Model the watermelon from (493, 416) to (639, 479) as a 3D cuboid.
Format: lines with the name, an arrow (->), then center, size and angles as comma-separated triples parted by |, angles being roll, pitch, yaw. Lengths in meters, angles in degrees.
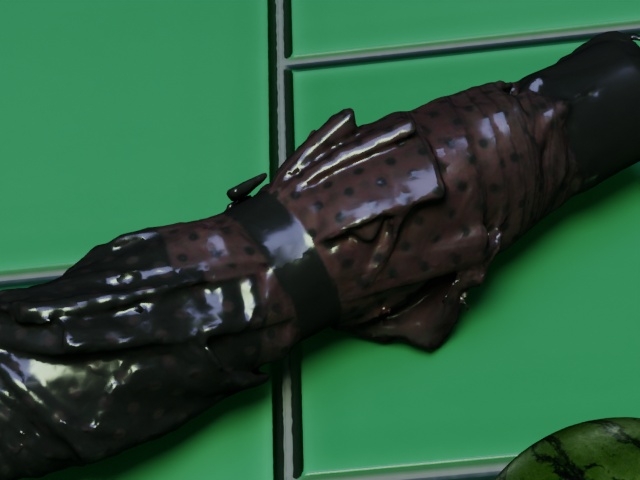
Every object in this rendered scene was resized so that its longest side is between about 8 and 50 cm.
watermelon -> 0.100, 0.109, 0.567 | 0.109, 0.109, 0.109 | -4, 46, 5

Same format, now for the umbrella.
umbrella -> 0.000, 0.000, 0.695 | 0.326, 0.090, 0.094 | -27, 45, -17
